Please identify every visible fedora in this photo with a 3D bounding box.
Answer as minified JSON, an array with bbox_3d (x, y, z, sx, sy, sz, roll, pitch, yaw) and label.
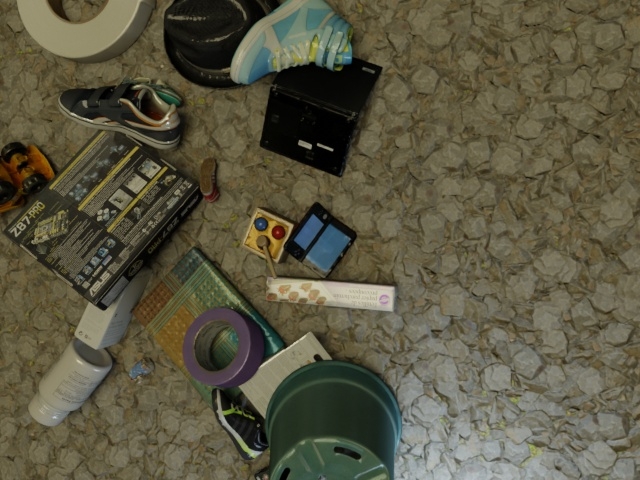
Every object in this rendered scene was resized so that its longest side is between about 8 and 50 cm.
[{"bbox_3d":[-0.265,-0.541,1.578,0.335,0.152,0.333,0,91,13],"label":"fedora"}]

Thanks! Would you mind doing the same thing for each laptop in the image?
[{"bbox_3d":[-0.003,-0.334,1.593,0.235,0.136,0.264,22,122,12],"label":"laptop"}]

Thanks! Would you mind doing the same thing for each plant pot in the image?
[{"bbox_3d":[0.024,0.484,1.412,0.342,0.334,0.340,0,98,3],"label":"plant pot"}]

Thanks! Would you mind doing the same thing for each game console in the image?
[{"bbox_3d":[0.000,0.000,1.553,0.085,0.124,0.144,32,83,36],"label":"game console"}]

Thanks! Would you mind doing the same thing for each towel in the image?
[{"bbox_3d":[-0.297,0.236,1.669,0.271,0.040,0.370,-45,81,11],"label":"towel"}]

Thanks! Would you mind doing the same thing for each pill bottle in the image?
[{"bbox_3d":[-0.684,0.387,1.715,0.131,0.131,0.229,42,100,9],"label":"pill bottle"}]

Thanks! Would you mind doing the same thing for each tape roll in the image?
[{"bbox_3d":[-0.240,0.266,1.563,0.189,0.080,0.188,-7,71,20],"label":"tape roll"},{"bbox_3d":[-0.634,-0.677,1.704,0.393,0.072,0.391,0,91,14],"label":"tape roll"}]

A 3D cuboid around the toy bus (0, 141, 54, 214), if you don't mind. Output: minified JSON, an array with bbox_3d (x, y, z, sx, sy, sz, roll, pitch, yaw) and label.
[{"bbox_3d":[-0.874,-0.143,1.736,0.149,0.220,0.211,51,134,13],"label":"toy bus"}]

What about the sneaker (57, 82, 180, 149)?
[{"bbox_3d":[-0.510,-0.347,1.617,0.321,0.126,0.127,17,137,-4],"label":"sneaker"}]

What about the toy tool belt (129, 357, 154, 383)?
[{"bbox_3d":[-0.494,0.357,1.710,0.083,0.051,0.052,-44,82,11],"label":"toy tool belt"}]

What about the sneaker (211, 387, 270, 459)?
[{"bbox_3d":[-0.196,0.455,1.613,0.097,0.084,0.234,-27,114,-1],"label":"sneaker"}]

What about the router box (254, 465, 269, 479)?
[{"bbox_3d":[-0.103,0.638,1.632,0.092,0.038,0.122,-30,85,12],"label":"router box"}]

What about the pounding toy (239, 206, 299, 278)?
[{"bbox_3d":[-0.127,0.005,1.587,0.130,0.100,0.141,25,97,12],"label":"pounding toy"}]

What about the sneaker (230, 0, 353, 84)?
[{"bbox_3d":[-0.047,-0.446,1.492,0.208,0.127,0.319,39,73,10],"label":"sneaker"}]

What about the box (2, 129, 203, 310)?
[{"bbox_3d":[-0.549,-0.068,1.615,0.318,0.097,0.394,35,75,9],"label":"box"}]

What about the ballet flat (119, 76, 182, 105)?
[{"bbox_3d":[-0.449,-0.403,1.675,0.189,0.070,0.070,11,94,9],"label":"ballet flat"}]

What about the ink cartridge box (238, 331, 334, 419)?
[{"bbox_3d":[-0.064,0.359,1.591,0.232,0.066,0.189,-37,97,2],"label":"ink cartridge box"}]

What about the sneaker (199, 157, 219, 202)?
[{"bbox_3d":[-0.290,-0.155,1.655,0.042,0.067,0.118,-4,59,6],"label":"sneaker"}]

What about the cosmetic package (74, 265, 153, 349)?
[{"bbox_3d":[-0.550,0.165,1.686,0.086,0.117,0.231,30,99,11],"label":"cosmetic package"}]

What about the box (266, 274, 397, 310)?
[{"bbox_3d":[0.027,0.129,1.573,0.324,0.067,0.063,4,93,14],"label":"box"}]
